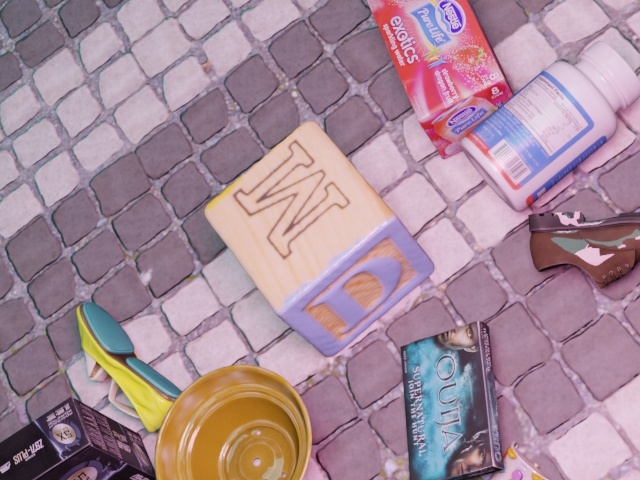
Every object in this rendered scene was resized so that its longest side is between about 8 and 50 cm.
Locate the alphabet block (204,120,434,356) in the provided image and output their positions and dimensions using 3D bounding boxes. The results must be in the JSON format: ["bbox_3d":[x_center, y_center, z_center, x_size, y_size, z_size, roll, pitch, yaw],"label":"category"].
[{"bbox_3d":[0.000,0.000,1.694,0.193,0.192,0.197,-39,60,1],"label":"alphabet block"}]

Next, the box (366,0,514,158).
[{"bbox_3d":[0.164,-0.260,1.775,0.128,0.122,0.257,-25,60,10],"label":"box"}]

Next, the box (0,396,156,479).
[{"bbox_3d":[-0.325,0.297,1.706,0.147,0.180,0.077,-33,58,6],"label":"box"}]

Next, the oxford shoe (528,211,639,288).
[{"bbox_3d":[0.371,0.012,1.604,0.227,0.083,0.096,-2,86,23],"label":"oxford shoe"}]

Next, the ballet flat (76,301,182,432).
[{"bbox_3d":[-0.280,0.179,1.806,0.231,0.077,0.077,41,104,30],"label":"ballet flat"}]

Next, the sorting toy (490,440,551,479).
[{"bbox_3d":[0.233,0.294,1.557,0.083,0.045,0.075,42,107,32],"label":"sorting toy"}]

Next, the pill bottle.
[{"bbox_3d":[0.299,-0.150,1.669,0.221,0.124,0.124,-39,59,2],"label":"pill bottle"}]

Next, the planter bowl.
[{"bbox_3d":[-0.097,0.276,1.670,0.217,0.090,0.217,-9,64,19],"label":"planter bowl"}]

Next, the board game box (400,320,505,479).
[{"bbox_3d":[0.160,0.203,1.607,0.126,0.026,0.186,-23,59,36],"label":"board game box"}]
